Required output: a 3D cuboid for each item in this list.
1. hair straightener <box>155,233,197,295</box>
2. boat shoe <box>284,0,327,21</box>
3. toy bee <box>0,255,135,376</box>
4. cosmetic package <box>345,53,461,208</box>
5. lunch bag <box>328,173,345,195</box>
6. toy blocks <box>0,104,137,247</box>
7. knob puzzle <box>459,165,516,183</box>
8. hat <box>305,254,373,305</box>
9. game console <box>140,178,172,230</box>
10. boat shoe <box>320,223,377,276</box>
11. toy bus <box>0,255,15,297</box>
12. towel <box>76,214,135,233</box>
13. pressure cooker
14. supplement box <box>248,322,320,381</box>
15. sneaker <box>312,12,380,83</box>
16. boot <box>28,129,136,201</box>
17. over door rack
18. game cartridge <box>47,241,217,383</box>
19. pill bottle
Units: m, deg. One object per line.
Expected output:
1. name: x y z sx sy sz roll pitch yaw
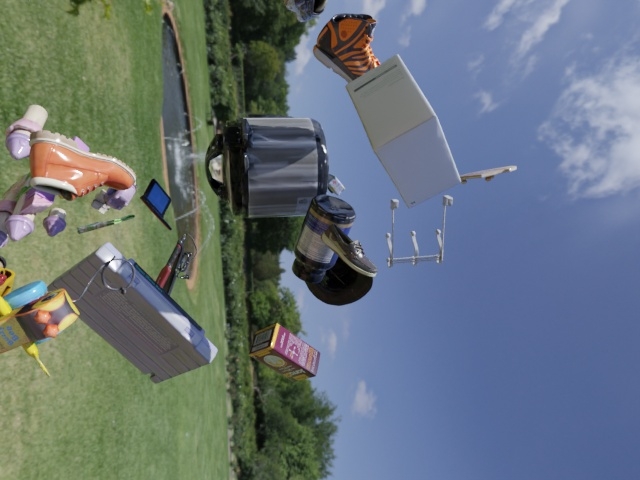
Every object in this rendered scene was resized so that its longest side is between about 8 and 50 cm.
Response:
1. hair straightener: -0.437 0.085 1.246 0.089 0.047 0.231 47 49 -49
2. boat shoe: -0.026 -0.670 1.140 0.285 0.092 0.103 -55 154 -68
3. toy bee: -0.481 0.121 0.678 0.195 0.298 0.162 47 -8 -23
4. cosmetic package: 0.184 -0.234 0.905 0.224 0.138 0.225 43 26 -50
5. lunch bag: 0.049 -0.221 1.627 0.071 0.053 0.083 48 0 -30
6. toy blocks: -0.649 -0.088 0.954 0.309 0.288 0.260 49 15 -44
7. knob puzzle: 0.531 -0.207 1.304 0.213 0.213 0.030 -154 -128 -77
8. hat: 0.085 0.123 1.778 0.134 0.330 0.332 -56 155 -55
9. game console: -0.566 -0.126 1.464 0.124 0.085 0.144 41 -15 26
10. boat shoe: 0.067 0.020 0.902 0.049 0.152 0.056 -58 164 20
11. toy bus: -0.831 0.101 1.027 0.104 0.202 0.191 -100 172 -66
12. towel: -0.716 -0.060 1.370 0.113 0.151 0.023 -58 134 -71
13. pressure cooker: -0.204 -0.264 1.491 0.375 0.419 0.370 -123 -149 -67
14. supplement box: -0.104 0.337 1.220 0.104 0.188 0.081 -29 -147 36
15. sneaker: 0.145 -0.564 1.253 0.180 0.321 0.125 -51 -167 37
16. boot: -0.349 -0.091 0.609 0.158 0.059 0.085 21 59 -58
17. over door rack: 0.396 -0.044 1.687 0.108 0.239 0.325 -100 -173 -57
18. game cartridge: -0.429 0.181 0.954 0.355 0.230 0.068 53 26 -21
19. pill bottle: 0.000 0.000 1.084 0.123 0.122 0.219 -110 -144 -54
